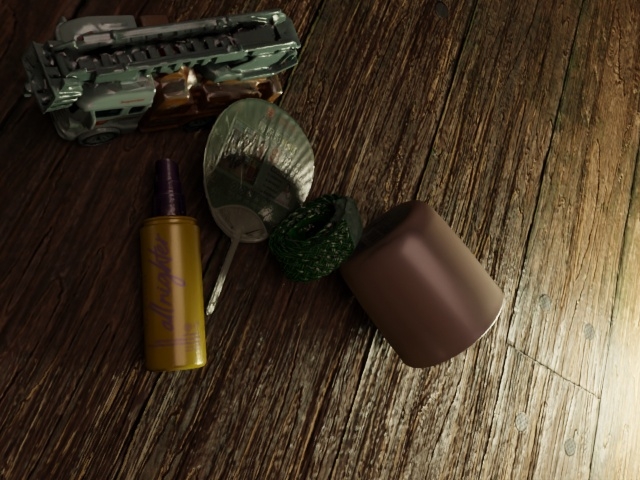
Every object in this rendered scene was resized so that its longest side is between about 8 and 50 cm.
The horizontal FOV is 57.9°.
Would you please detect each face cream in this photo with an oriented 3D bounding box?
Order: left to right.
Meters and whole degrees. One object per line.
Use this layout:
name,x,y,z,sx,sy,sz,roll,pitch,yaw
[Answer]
face cream,-0.194,0.029,0.756,0.078,0.078,0.273,1,81,-32

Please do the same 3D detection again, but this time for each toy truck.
toy truck,-0.201,-0.220,0.734,0.338,0.184,0.133,-17,89,-33

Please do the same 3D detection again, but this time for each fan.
fan,-0.108,-0.070,0.804,0.294,0.012,0.223,-51,139,-28

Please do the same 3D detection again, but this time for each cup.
cup,0.156,0.046,0.928,0.200,0.191,0.253,52,30,-10

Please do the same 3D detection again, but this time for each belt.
belt,0.000,0.000,0.856,0.151,0.121,0.079,-48,127,-28
